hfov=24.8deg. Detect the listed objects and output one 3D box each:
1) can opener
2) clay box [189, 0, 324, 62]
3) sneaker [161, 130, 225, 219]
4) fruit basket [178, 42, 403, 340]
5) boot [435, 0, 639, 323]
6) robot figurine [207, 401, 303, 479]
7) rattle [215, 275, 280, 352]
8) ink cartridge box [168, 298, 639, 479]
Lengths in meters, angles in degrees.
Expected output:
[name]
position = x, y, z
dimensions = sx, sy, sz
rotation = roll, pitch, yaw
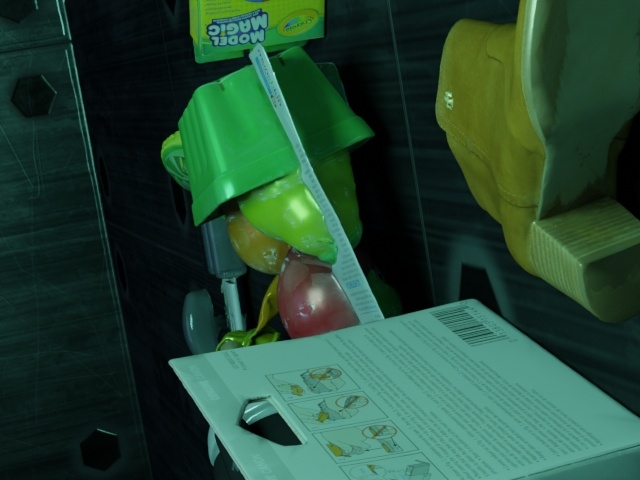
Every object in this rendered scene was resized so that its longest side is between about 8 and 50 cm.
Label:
[can opener]
position = -0.150, 0.029, 1.955
dimensions = 0.076, 0.095, 0.283
rotation = -162, 62, -71
[clay box]
position = -0.061, -0.264, 1.380
dimensions = 0.053, 0.127, 0.222
rotation = -120, 24, -50
[sneaker]
position = -0.123, -0.080, 1.761
dimensions = 0.295, 0.109, 0.123
rotation = 165, 97, -74
[fruit basket]
position = 0.000, 0.000, 1.385
dimensions = 0.353, 0.165, 0.327
rotation = 59, 168, 0
[boot]
position = 0.127, -0.110, 0.886
dimensions = 0.211, 0.104, 0.295
rotation = -128, 26, -57
[robot figurine]
position = -0.018, 0.268, 1.524
dimensions = 0.209, 0.174, 0.278
rotation = 99, 153, -50
[rattle]
position = -0.018, 0.156, 1.711
dimensions = 0.199, 0.143, 0.130
rotation = 50, -177, 31
[ink cartridge box]
position = 0.054, 0.134, 1.019
dimensions = 0.296, 0.261, 0.066
rotation = -140, 42, -66
